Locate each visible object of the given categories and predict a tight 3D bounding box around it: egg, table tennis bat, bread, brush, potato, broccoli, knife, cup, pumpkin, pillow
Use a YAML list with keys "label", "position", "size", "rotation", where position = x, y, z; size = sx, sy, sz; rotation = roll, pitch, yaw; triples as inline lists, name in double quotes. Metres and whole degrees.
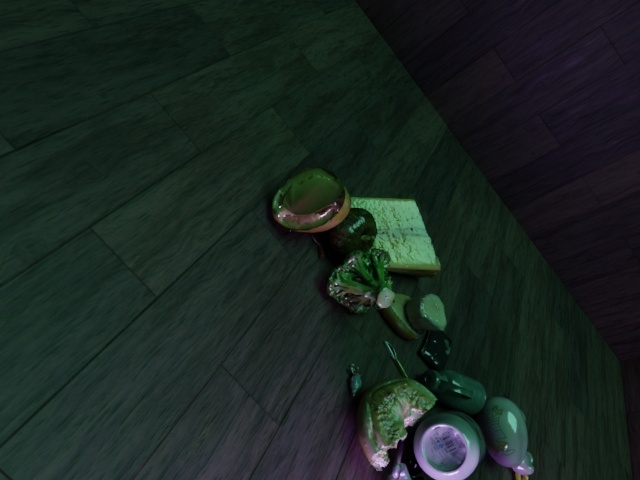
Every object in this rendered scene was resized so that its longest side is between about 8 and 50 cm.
- label: "egg"
  position: [0.745, 0.783, 2.016]
  size: [0.196, 0.196, 0.271]
  rotation: [19, 67, -39]
- label: "table tennis bat"
  position: [0.000, 0.000, 1.859]
  size: [0.098, 0.019, 0.154]
  rotation: [23, 48, -37]
- label: "bread"
  position: [0.292, -0.004, 2.095]
  size: [0.406, 0.242, 0.345]
  rotation: [-5, 77, -9]
- label: "brush"
  position: [0.357, 0.277, 1.948]
  size: [0.267, 0.166, 0.174]
  rotation: [33, 45, -26]
- label: "potato"
  position: [-0.012, -0.128, 1.751]
  size: [0.242, 0.286, 0.242]
  rotation: [48, 23, -28]
- label: "broccoli"
  position: [0.159, 0.159, 1.739]
  size: [0.269, 0.269, 0.253]
  rotation: [-38, 122, -52]
- label: "knife"
  position: [0.292, 0.460, 1.870]
  size: [0.026, 0.022, 0.184]
  rotation: [-26, 85, -25]
- label: "cup"
  position: [0.428, 0.675, 1.623]
  size: [0.317, 0.213, 0.212]
  rotation: [44, 31, -63]
- label: "pumpkin"
  position: [0.135, -0.018, 1.859]
  size: [0.219, 0.162, 0.218]
  rotation: [-31, 132, -44]
- label: "bread"
  position: [0.212, 0.565, 1.592]
  size: [0.192, 0.171, 0.314]
  rotation: [42, 53, 14]
- label: "pillow"
  position: [0.490, 0.451, 2.061]
  size: [0.141, 0.055, 0.208]
  rotation: [47, 40, -6]

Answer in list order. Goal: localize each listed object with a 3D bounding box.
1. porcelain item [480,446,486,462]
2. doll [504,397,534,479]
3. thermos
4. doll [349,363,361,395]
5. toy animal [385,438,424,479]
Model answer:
- label: "porcelain item"
  position: [0.530, 0.768, 1.824]
  size: [0.114, 0.147, 0.147]
  rotation: [10, 59, -44]
- label: "doll"
  position: [0.856, 0.877, 2.149]
  size: [0.160, 0.094, 0.364]
  rotation: [14, 55, -33]
- label: "thermos"
  position: [0.522, 0.584, 1.918]
  size: [0.287, 0.182, 0.144]
  rotation: [29, 73, -33]
- label: "doll"
  position: [0.119, 0.474, 1.660]
  size: [0.114, 0.039, 0.057]
  rotation: [-86, 173, -47]
- label: "toy animal"
  position: [0.248, 0.756, 1.525]
  size: [0.324, 0.091, 0.195]
  rotation: [59, 43, -48]
